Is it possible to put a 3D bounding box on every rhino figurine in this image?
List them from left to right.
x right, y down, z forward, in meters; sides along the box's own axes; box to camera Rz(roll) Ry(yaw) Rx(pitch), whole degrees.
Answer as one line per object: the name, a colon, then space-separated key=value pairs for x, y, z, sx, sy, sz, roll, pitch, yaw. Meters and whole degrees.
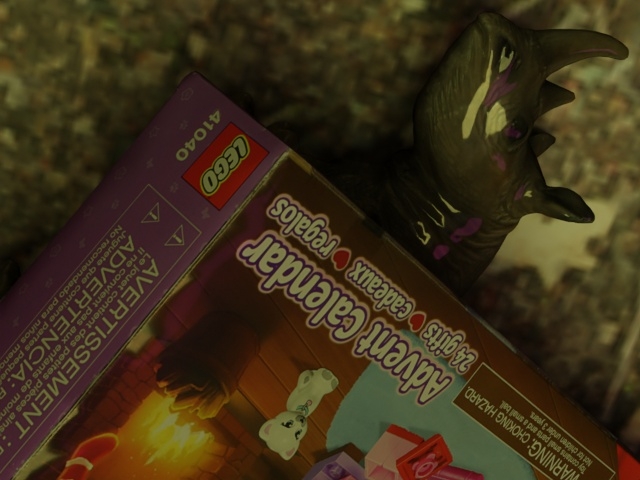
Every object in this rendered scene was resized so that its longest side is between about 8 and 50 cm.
rhino figurine: x=0.000 y=0.000 z=0.524 sx=0.243 sy=0.073 sz=0.106 roll=-34 pitch=121 yaw=12

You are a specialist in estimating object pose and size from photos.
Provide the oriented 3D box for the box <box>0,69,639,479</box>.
box: x=-0.005 y=0.108 z=0.488 sx=0.201 sy=0.057 sz=0.293 roll=-50 pitch=134 yaw=1
